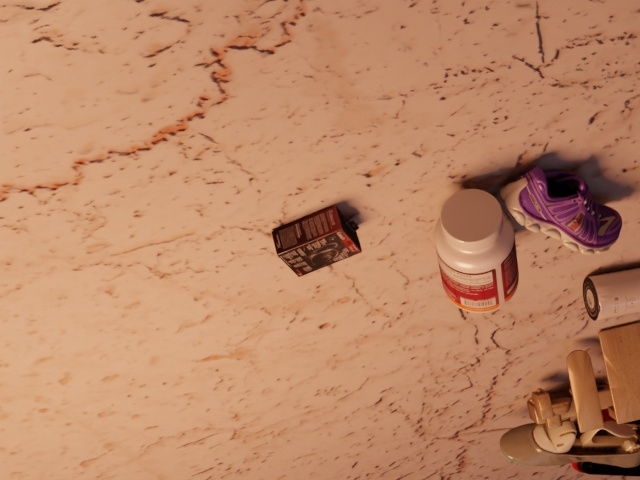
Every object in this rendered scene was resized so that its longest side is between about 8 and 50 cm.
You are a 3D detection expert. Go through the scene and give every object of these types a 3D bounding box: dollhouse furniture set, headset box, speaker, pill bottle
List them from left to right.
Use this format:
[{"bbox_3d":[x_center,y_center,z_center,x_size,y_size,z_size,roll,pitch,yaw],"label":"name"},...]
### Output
[{"bbox_3d":[0.000,0.000,1.665,0.083,0.032,0.062,-23,150,13],"label":"headset box"},{"bbox_3d":[0.166,0.010,1.702,0.086,0.086,0.152,-15,150,1],"label":"pill bottle"},{"bbox_3d":[0.350,0.176,2.125,0.144,0.123,0.151,-13,-175,-3],"label":"dollhouse furniture set"},{"bbox_3d":[0.388,0.059,1.916,0.136,0.055,0.055,-10,150,-9],"label":"speaker"}]

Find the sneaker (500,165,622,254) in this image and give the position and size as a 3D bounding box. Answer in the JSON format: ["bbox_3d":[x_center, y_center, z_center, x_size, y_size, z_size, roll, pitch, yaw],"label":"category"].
[{"bbox_3d":[0.270,-0.035,1.696,0.170,0.068,0.071,16,133,-41],"label":"sneaker"}]

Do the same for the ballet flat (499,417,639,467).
[{"bbox_3d":[0.351,0.269,2.180,0.213,0.072,0.068,5,137,-14],"label":"ballet flat"}]

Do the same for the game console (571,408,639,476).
[{"bbox_3d":[0.572,0.239,2.317,0.386,0.060,0.342,7,138,-34],"label":"game console"}]
